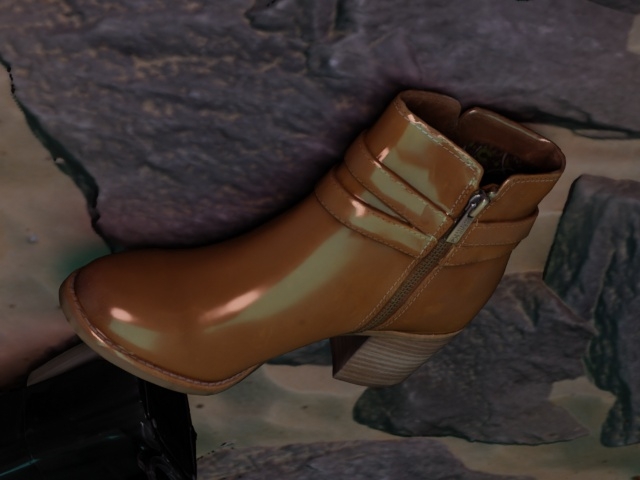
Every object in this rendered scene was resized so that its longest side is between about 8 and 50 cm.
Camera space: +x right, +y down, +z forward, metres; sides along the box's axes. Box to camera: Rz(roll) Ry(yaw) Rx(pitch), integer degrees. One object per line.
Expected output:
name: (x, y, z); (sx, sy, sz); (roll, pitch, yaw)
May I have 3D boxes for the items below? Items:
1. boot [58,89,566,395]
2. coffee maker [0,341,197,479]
boot: (0.000, 0.000, 1.052); (0.283, 0.109, 0.220); (12, 134, -27)
coffee maker: (-0.183, 0.143, 1.123); (0.178, 0.171, 0.120); (-22, 110, 8)
